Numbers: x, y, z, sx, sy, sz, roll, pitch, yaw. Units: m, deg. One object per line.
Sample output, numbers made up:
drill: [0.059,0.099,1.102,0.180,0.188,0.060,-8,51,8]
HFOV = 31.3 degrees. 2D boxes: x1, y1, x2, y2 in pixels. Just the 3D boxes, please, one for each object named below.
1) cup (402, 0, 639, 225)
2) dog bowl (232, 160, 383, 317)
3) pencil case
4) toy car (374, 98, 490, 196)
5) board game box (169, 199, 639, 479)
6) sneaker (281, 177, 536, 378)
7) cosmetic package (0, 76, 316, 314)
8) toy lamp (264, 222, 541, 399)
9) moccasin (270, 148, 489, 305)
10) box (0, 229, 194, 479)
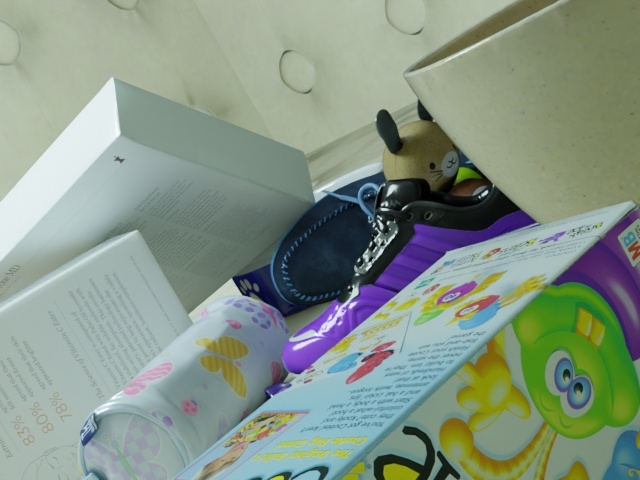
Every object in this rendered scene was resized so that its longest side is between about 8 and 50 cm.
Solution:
cup: [0.260,-0.099,0.811,0.331,0.237,0.331,-30,8,5]
dog bowl: [0.000,0.000,1.573,0.264,0.104,0.265,-30,8,4]
pencil case: [-0.118,0.150,1.067,0.124,0.113,0.273,-53,-3,28]
toy car: [0.123,-0.075,1.207,0.149,0.188,0.155,10,40,47]
board game box: [0.059,0.117,0.542,0.275,0.142,0.144,-36,10,-36]
sneaker: [0.077,0.018,1.058,0.293,0.146,0.102,-28,8,11]
cosmetic package: [-0.235,-0.015,1.420,0.284,0.098,0.377,17,-43,-40]
toy lamp: [0.088,0.076,0.931,0.274,0.080,0.080,-33,9,-9]
moccasin: [0.096,-0.035,1.356,0.342,0.138,0.117,-33,13,-16]
box: [-0.304,0.168,1.236,0.345,0.215,0.168,-32,8,-19]
